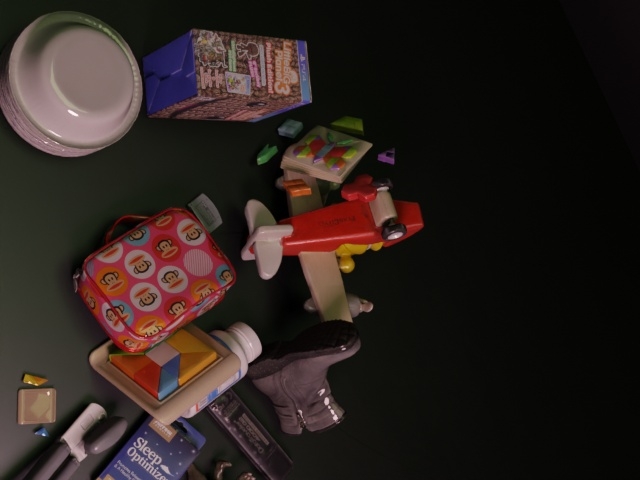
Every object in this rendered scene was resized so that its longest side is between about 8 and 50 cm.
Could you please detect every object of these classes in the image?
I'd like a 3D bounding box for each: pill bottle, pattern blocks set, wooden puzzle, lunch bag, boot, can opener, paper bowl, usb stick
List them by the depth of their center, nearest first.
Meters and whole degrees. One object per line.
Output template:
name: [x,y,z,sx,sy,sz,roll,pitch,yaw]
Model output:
can opener: [-0.490,0.425,1.741,0.280,0.093,0.074,-50,125,-40]
wooden puzzle: [-0.555,0.322,1.768,0.078,0.014,0.116,12,77,-32]
paper bowl: [-0.492,-0.318,1.821,0.284,0.148,0.284,6,80,-38]
wooden puzzle: [-0.317,0.242,1.850,0.221,0.238,0.044,-35,145,-36]
lunch bag: [-0.350,0.064,1.870,0.293,0.120,0.258,-33,81,-36]
pill bottle: [-0.236,0.271,1.952,0.221,0.124,0.124,-35,105,-36]
boot: [0.001,0.311,2.007,0.223,0.338,0.118,56,43,-14]
usb stick: [-0.160,0.438,2.038,0.077,0.045,0.278,-46,111,-25]
pattern blocks set: [0.014,-0.200,2.099,0.026,0.324,0.285,78,31,-43]

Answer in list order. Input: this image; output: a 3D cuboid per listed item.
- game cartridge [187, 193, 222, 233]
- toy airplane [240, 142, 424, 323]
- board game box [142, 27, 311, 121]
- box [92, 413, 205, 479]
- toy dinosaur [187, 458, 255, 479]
game cartridge: [-0.260,-0.062,2.047,0.056,0.017,0.083,-42,109,-30]
toy airplane: [0.000,0.000,2.117,0.384,0.272,0.386,29,71,10]
board game box: [-0.207,-0.355,1.992,0.291,0.232,0.141,-3,87,-38]
box: [-0.348,0.455,1.874,0.136,0.036,0.225,42,58,-6]
toy dinosaur: [-0.201,0.575,1.941,0.313,0.121,0.160,54,50,-22]
